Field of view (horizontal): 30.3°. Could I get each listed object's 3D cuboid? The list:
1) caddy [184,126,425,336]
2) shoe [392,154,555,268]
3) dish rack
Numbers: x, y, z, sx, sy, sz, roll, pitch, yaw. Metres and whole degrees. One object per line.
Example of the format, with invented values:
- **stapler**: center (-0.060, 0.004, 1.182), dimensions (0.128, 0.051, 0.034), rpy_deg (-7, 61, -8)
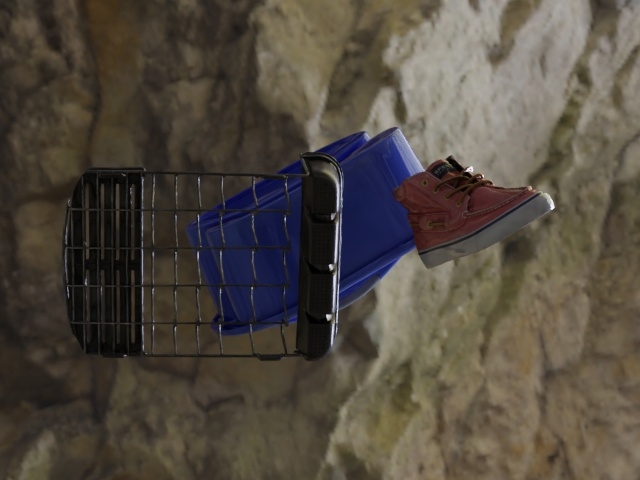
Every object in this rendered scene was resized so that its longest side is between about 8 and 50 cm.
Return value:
- **caddy**: center (0.000, 0.000, 1.468), dimensions (0.341, 0.179, 0.241), rpy_deg (-30, -169, -15)
- **shoe**: center (0.119, -0.033, 0.981), dimensions (0.063, 0.081, 0.178), rpy_deg (-27, 180, -25)
- **dish rack**: center (-0.110, 0.020, 1.145), dimensions (0.271, 0.208, 0.074), rpy_deg (0, -168, -7)
